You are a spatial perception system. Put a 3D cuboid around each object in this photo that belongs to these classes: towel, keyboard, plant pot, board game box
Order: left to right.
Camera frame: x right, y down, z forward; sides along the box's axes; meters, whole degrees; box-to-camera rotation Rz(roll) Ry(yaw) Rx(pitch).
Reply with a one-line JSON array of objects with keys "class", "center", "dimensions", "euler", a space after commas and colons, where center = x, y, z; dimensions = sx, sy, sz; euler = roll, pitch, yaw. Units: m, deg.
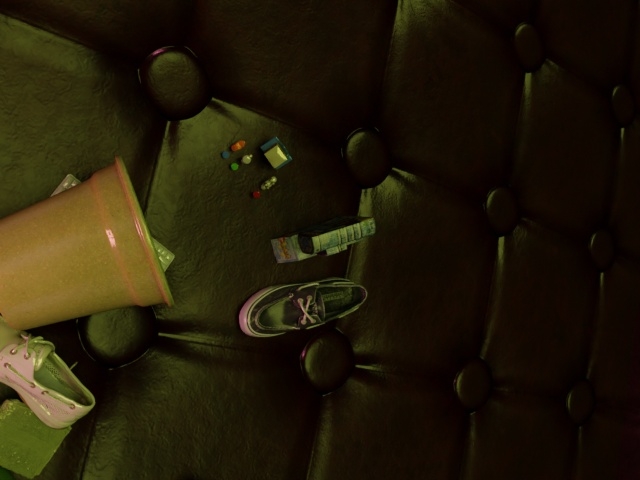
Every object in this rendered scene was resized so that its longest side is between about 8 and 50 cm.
[{"class": "towel", "center": [-0.518, 0.345, 1.093], "dimensions": [0.110, 0.027, 0.148], "euler": [-56, 136, -17]}, {"class": "plant pot", "center": [-0.411, 0.025, 1.057], "dimensions": [0.253, 0.276, 0.276], "euler": [-20, 101, -14]}, {"class": "keyboard", "center": [-0.395, -0.018, 1.202], "dimensions": [0.256, 0.014, 0.072], "euler": [42, 69, -26]}, {"class": "board game box", "center": [0.000, 0.000, 1.380], "dimensions": [0.194, 0.194, 0.060], "euler": [-18, 99, -17]}]

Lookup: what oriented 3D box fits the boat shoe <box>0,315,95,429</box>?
[{"class": "boat shoe", "center": [-0.492, 0.201, 1.067], "dimensions": [0.277, 0.096, 0.098], "euler": [50, 24, -21]}]

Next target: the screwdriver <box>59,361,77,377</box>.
[{"class": "screwdriver", "center": [-0.501, 0.284, 1.131], "dimensions": [0.170, 0.024, 0.025], "euler": [-42, 100, -30]}]

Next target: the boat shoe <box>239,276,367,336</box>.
[{"class": "boat shoe", "center": [-0.030, 0.146, 1.386], "dimensions": [0.301, 0.102, 0.108], "euler": [-9, 95, -33]}]

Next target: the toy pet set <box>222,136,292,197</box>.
[{"class": "toy pet set", "center": [-0.130, -0.176, 1.361], "dimensions": [0.114, 0.065, 0.122], "euler": [-33, 108, 8]}]

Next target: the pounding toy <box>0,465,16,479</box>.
[{"class": "pounding toy", "center": [-0.546, 0.462, 1.010], "dimensions": [0.183, 0.110, 0.237], "euler": [-35, 99, -47]}]
